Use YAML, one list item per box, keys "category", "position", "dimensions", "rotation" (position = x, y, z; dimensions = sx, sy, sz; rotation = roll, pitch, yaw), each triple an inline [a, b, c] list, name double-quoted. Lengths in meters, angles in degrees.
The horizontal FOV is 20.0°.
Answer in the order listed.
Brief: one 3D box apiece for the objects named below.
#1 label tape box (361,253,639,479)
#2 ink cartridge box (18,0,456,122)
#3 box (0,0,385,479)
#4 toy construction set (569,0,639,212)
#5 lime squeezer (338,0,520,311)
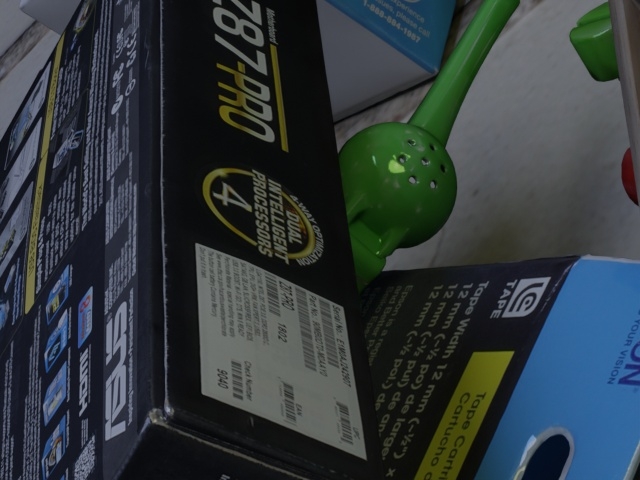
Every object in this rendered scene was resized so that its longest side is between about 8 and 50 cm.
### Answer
- category: "label tape box"
  position: [0.029, 0.140, 0.781]
  dimensions: [0.347, 0.115, 0.249]
  rotation: [-4, 53, 54]
- category: "ink cartridge box"
  position: [-0.026, -0.236, 1.154]
  dimensions: [0.197, 0.198, 0.270]
  rotation: [-21, 45, 50]
- category: "box"
  position: [-0.105, 0.064, 0.776]
  dimensions: [0.318, 0.097, 0.395]
  rotation: [-54, 24, 27]
- category: "toy construction set"
  position: [0.170, -0.131, 0.611]
  dimensions: [0.257, 0.237, 0.309]
  rotation: [-27, 20, 19]
- category: "lime squeezer"
  position: [0.000, 0.000, 0.817]
  dimensions: [0.310, 0.059, 0.110]
  rotation: [-53, 26, -4]
